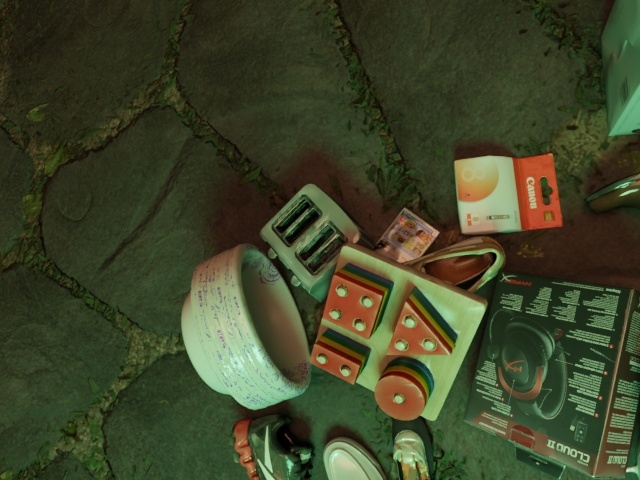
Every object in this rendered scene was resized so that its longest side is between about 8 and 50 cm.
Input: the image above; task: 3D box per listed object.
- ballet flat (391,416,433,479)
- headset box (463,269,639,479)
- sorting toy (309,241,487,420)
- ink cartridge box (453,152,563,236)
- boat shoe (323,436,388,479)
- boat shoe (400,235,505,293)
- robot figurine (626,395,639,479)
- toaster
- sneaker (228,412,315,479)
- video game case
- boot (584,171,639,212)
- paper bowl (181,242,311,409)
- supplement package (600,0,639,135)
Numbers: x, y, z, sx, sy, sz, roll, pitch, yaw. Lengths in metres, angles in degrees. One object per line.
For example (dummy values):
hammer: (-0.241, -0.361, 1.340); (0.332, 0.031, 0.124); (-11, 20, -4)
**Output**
ballet flat: (0.163, 0.398, 0.906); (0.074, 0.074, 0.203); (-9, 76, 15)
headset box: (0.365, 0.210, 0.809); (0.218, 0.110, 0.293); (6, 79, 53)
sorting toy: (0.112, 0.172, 0.888); (0.255, 0.089, 0.257); (23, 117, 18)
ink cartridge box: (0.344, -0.087, 0.960); (0.179, 0.045, 0.145); (-7, 78, 18)
boat shoe: (0.082, 0.475, 0.905); (0.096, 0.088, 0.267); (-30, 72, 10)
boat shoe: (0.185, 0.080, 0.936); (0.302, 0.103, 0.113); (-32, 84, 10)
robot figurine: (0.608, 0.339, 0.710); (0.353, 0.200, 0.300); (18, 83, 19)
toaster: (0.000, 0.000, 1.007); (0.185, 0.110, 0.168); (-44, 67, 5)
sneaker: (-0.062, 0.444, 0.950); (0.135, 0.097, 0.276); (-29, 71, 12)
video game case: (0.162, 0.008, 1.014); (0.087, 0.011, 0.122); (38, 92, 21)
boot: (0.606, 0.012, 0.858); (0.264, 0.096, 0.280); (-12, 88, 13)
paper bowl: (-0.139, 0.158, 0.932); (0.148, 0.284, 0.284); (-23, 74, 12)
supplement package: (0.556, -0.311, 0.822); (0.145, 0.262, 0.204); (-2, 79, 18)
